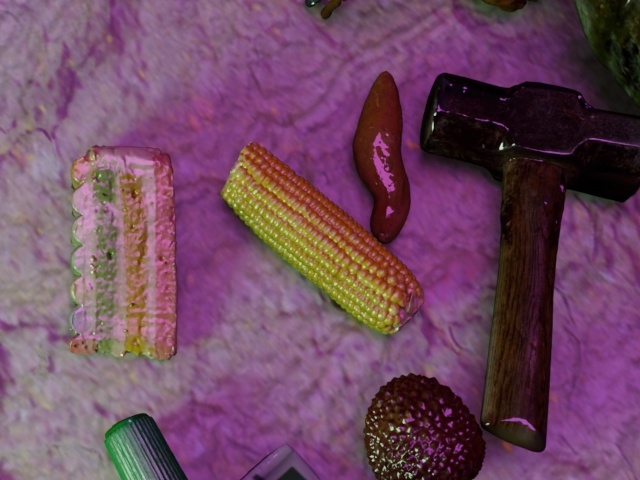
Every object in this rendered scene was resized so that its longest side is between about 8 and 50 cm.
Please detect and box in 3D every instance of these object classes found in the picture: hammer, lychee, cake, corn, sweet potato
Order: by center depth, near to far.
[{"bbox_3d":[0.098,0.196,1.646,0.123,0.123,0.129,-32,83,-15],"label":"lychee"},{"bbox_3d":[-0.201,0.007,1.695,0.109,0.090,0.225,0,72,-10],"label":"cake"},{"bbox_3d":[0.208,0.023,1.707,0.243,0.095,0.408,11,63,-4],"label":"hammer"},{"bbox_3d":[0.000,0.000,1.721,0.248,0.081,0.081,40,72,7],"label":"corn"},{"bbox_3d":[0.064,-0.089,1.773,0.058,0.055,0.202,-5,72,10],"label":"sweet potato"}]

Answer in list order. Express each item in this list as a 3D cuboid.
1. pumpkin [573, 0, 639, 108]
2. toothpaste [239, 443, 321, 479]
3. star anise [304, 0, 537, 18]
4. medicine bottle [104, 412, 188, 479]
[{"bbox_3d":[0.410,-0.241,1.725,0.256,0.303,0.225,-37,63,11],"label":"pumpkin"},{"bbox_3d":[0.064,0.357,1.608,0.099,0.061,0.392,-42,69,-17],"label":"toothpaste"},{"bbox_3d":[0.143,-0.323,1.804,0.347,0.237,0.148,-16,44,10],"label":"star anise"},{"bbox_3d":[-0.119,0.308,1.606,0.111,0.076,0.309,-26,77,-16],"label":"medicine bottle"}]
